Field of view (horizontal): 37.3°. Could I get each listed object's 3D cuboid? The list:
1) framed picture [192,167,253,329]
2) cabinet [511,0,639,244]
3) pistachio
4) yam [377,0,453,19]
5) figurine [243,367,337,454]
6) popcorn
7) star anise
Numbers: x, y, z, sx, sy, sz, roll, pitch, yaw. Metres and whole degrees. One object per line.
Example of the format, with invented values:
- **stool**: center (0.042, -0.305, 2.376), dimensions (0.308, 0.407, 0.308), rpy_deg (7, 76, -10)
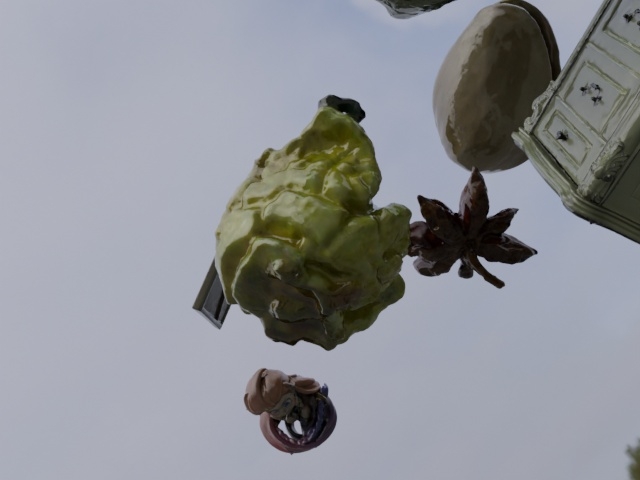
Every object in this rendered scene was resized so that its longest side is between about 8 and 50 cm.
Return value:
- **framed picture**: center (-0.148, 0.020, 1.671), dimensions (0.192, 0.018, 0.265), rpy_deg (74, -143, -73)
- **cabinet**: center (0.433, -0.176, 1.152), dimensions (0.228, 0.290, 0.318), rpy_deg (23, -69, -12)
- **pistachio**: center (0.281, -0.234, 1.502), dimensions (0.166, 0.197, 0.287), rpy_deg (-50, -24, -56)
- **yam**: center (0.159, -0.390, 1.164), dimensions (0.195, 0.195, 0.300), rpy_deg (-12, 4, -34)
- **figurine**: center (-0.058, 0.241, 1.423), dimensions (0.126, 0.114, 0.157), rpy_deg (-35, -61, 18)
- **popcorn**: center (-0.002, 0.007, 1.286), dimensions (0.293, 0.237, 0.292), rpy_deg (6, -45, 6)
- **star anise**: center (0.209, -0.006, 1.421), dimensions (0.213, 0.111, 0.196), rpy_deg (-6, -62, 18)
